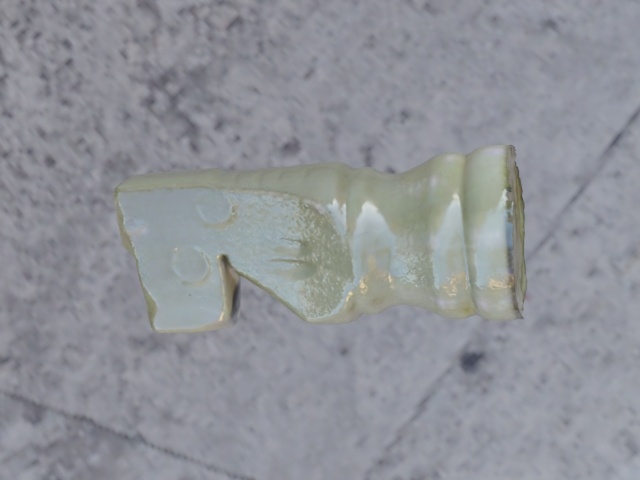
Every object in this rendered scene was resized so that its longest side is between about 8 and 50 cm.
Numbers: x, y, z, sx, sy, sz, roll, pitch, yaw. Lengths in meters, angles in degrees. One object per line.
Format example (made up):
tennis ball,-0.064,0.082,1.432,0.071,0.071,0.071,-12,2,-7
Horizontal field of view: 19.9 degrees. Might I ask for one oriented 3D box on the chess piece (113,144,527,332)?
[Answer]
chess piece,0.000,0.000,0.907,0.200,0.090,0.090,-2,130,11
